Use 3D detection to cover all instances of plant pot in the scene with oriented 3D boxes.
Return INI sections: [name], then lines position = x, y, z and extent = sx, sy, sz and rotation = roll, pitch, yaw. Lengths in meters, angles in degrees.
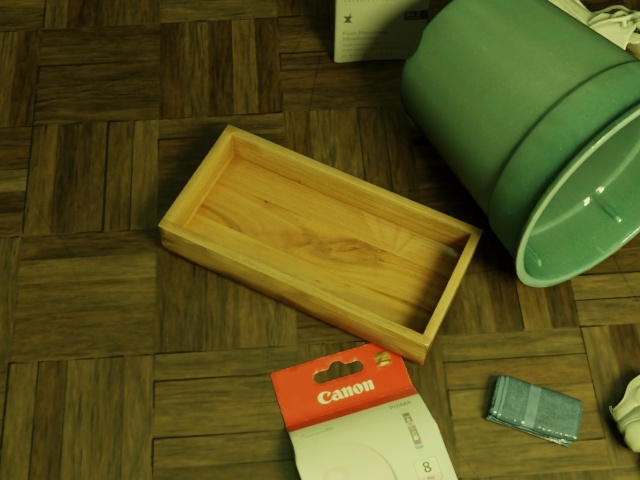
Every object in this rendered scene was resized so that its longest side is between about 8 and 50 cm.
[plant pot]
position = 0.304, -0.169, 1.257
extent = 0.341, 0.341, 0.334
rotation = -29, 57, -15

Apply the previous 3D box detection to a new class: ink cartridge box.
[ink cartridge box]
position = 0.051, 0.246, 1.169
extent = 0.189, 0.066, 0.232
rotation = -16, 67, -9

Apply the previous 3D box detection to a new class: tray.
[tray]
position = 0.000, 0.000, 1.285
extent = 0.410, 0.076, 0.203
rotation = 24, 61, 11

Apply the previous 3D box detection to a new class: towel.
[towel]
position = 0.285, 0.225, 1.193
extent = 0.119, 0.029, 0.067
rotation = 17, 63, 10

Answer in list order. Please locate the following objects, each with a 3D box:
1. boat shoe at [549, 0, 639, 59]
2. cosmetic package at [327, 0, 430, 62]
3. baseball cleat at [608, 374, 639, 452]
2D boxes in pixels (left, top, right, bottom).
[boat shoe]
position = 0.456, -0.292, 1.360
extent = 0.135, 0.156, 0.367
rotation = -12, 66, -44
[cosmetic package]
position = 0.090, -0.405, 1.442
extent = 0.151, 0.184, 0.152
rotation = -4, 62, -2
[baseball cleat]
position = 0.482, 0.208, 1.180
extent = 0.205, 0.072, 0.109
rotation = -14, 53, -13
